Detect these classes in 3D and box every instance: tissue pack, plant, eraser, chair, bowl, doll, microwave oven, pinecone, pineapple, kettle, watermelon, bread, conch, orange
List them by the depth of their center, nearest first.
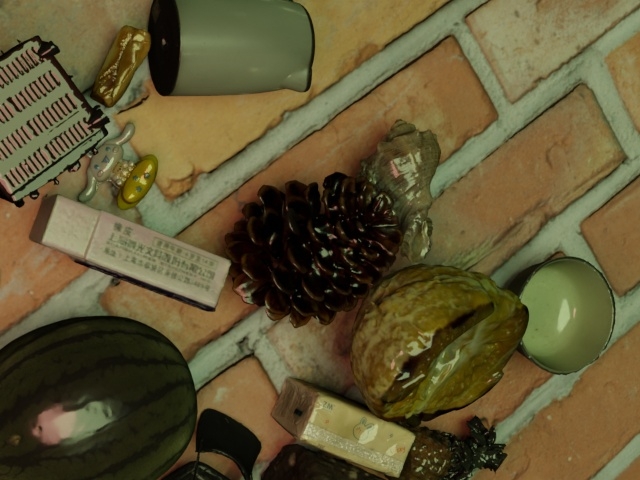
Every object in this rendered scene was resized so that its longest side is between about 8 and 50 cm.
[{"bbox_3d":[-0.421,-0.165,1.664,0.178,0.247,0.188,-41,107,-13],"label":"microwave oven"},{"bbox_3d":[-0.353,0.251,1.698,0.359,0.279,0.279,-20,101,-27],"label":"watermelon"},{"bbox_3d":[-0.289,0.019,1.795,0.287,0.130,0.086,23,82,-22],"label":"eraser"},{"bbox_3d":[-0.303,-0.263,1.801,0.053,0.074,0.132,28,80,-12],"label":"bread"},{"bbox_3d":[-0.306,-0.115,1.821,0.113,0.071,0.135,9,83,-6],"label":"doll"},{"bbox_3d":[-0.137,-0.328,1.835,0.236,0.161,0.221,-3,64,-24],"label":"kettle"},{"bbox_3d":[-0.002,0.000,1.841,0.246,0.292,0.246,23,53,-34],"label":"pinecone"},{"bbox_3d":[-0.186,0.397,1.881,0.140,0.221,0.145,39,121,-22],"label":"chair"},{"bbox_3d":[0.049,0.477,1.929,0.312,0.213,0.215,26,79,-26],"label":"plant"},{"bbox_3d":[0.176,0.150,1.933,0.271,0.210,0.368,-48,150,19],"label":"orange"},{"bbox_3d":[0.037,0.304,1.944,0.196,0.148,0.092,27,86,-24],"label":"tissue pack"},{"bbox_3d":[0.142,-0.077,1.953,0.178,0.163,0.245,12,65,-50],"label":"conch"},{"bbox_3d":[0.222,0.368,2.059,0.237,0.111,0.119,5,122,-32],"label":"pineapple"},{"bbox_3d":[0.407,0.127,2.115,0.211,0.112,0.211,-2,95,-24],"label":"bowl"}]
